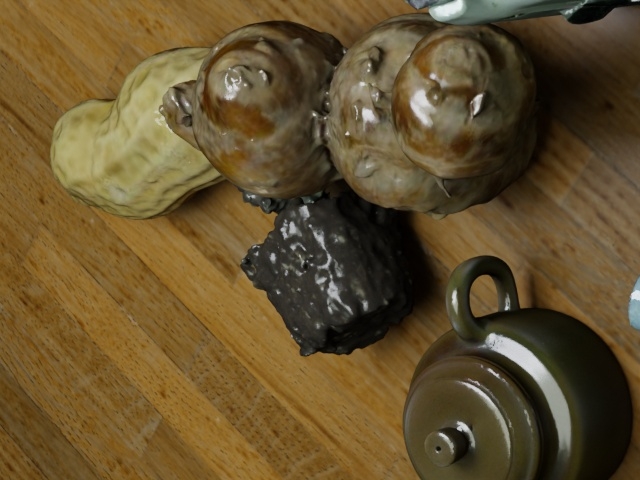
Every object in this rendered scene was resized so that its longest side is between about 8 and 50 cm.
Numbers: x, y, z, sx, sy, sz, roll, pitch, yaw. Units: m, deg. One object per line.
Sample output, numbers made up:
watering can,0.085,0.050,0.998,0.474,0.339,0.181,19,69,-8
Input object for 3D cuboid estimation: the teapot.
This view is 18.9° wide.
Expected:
teapot,0.150,0.147,1.662,0.186,0.175,0.267,-7,95,37

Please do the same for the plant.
plant,0.000,0.000,1.772,0.131,0.142,0.203,-36,64,46

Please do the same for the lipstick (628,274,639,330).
lipstick,0.373,0.082,1.490,0.274,0.061,0.068,19,110,34

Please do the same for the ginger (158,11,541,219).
ginger,0.025,-0.114,1.635,0.375,0.256,0.176,4,86,28

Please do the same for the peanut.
peanut,-0.160,-0.103,1.892,0.305,0.147,0.147,-28,81,44

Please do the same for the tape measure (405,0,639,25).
tape measure,0.222,-0.232,1.477,0.246,0.243,0.125,-9,93,40
